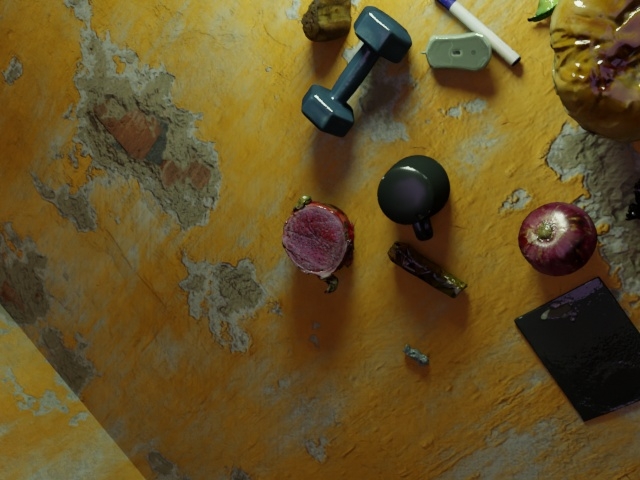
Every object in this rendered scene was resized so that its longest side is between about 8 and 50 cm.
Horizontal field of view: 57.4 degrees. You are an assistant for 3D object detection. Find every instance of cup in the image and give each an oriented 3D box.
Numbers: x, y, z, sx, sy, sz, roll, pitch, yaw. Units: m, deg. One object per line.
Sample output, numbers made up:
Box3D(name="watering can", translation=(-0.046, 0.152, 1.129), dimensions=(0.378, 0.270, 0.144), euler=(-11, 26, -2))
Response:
Box3D(name="cup", translation=(0.243, -0.103, 1.491), dimensions=(0.169, 0.176, 0.223), euler=(-13, 97, 25))

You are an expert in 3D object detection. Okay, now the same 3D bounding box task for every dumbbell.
Box3D(name="dumbbell", translation=(0.087, -0.426, 1.493), dimensions=(0.144, 0.160, 0.325), euler=(31, 118, -17))

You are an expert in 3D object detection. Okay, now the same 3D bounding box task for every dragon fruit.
Box3D(name="dragon fruit", translation=(0.000, 0.000, 1.668), dimensions=(0.210, 0.147, 0.282), euler=(-16, 100, 19))

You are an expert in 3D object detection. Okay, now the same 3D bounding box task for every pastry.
Box3D(name="pastry", translation=(0.662, -0.398, 1.165), dimensions=(0.409, 0.245, 0.410), euler=(9, 109, 27))

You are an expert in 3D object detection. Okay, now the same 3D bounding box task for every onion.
Box3D(name="onion", translation=(0.561, -0.004, 1.384), dimensions=(0.177, 0.153, 0.177), euler=(12, 109, 41))

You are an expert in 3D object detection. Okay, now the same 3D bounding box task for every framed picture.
Box3D(name="framed picture", translation=(0.686, 0.281, 1.478), dimensions=(0.244, 0.013, 0.324), euler=(-36, 87, 29))

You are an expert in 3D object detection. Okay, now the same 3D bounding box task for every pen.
Box3D(name="pen", translation=(0.370, -0.513, 1.395), dimensions=(0.269, 0.033, 0.033), euler=(45, 118, 8))

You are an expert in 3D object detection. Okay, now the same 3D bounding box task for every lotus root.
Box3D(name="lotus root", translation=(0.019, -0.571, 1.508), dimensions=(0.095, 0.135, 0.159), euler=(46, 132, 6))

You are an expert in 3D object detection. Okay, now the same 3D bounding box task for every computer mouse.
Box3D(name="computer mouse", translation=(0.332, -0.456, 1.417), dimensions=(0.181, 0.056, 0.089), euler=(10, 112, 32))

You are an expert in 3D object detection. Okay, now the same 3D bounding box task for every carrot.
Box3D(name="carrot", translation=(0.288, 0.081, 1.584), dimensions=(0.228, 0.069, 0.069), euler=(34, 116, 13))

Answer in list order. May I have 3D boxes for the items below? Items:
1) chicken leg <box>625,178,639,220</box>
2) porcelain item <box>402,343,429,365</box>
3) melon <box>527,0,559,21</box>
Box3D(name="chicken leg", translation=(0.788, -0.111, 1.292), dimensions=(0.233, 0.063, 0.105), euler=(-24, 98, 27))
Box3D(name="porcelain item", translation=(0.277, 0.331, 1.681), dimensions=(0.083, 0.028, 0.036), euler=(35, 133, 12))
Box3D(name="melon", translation=(0.547, -0.595, 1.279), dimensions=(0.114, 0.053, 0.262), euler=(43, 118, 18))
